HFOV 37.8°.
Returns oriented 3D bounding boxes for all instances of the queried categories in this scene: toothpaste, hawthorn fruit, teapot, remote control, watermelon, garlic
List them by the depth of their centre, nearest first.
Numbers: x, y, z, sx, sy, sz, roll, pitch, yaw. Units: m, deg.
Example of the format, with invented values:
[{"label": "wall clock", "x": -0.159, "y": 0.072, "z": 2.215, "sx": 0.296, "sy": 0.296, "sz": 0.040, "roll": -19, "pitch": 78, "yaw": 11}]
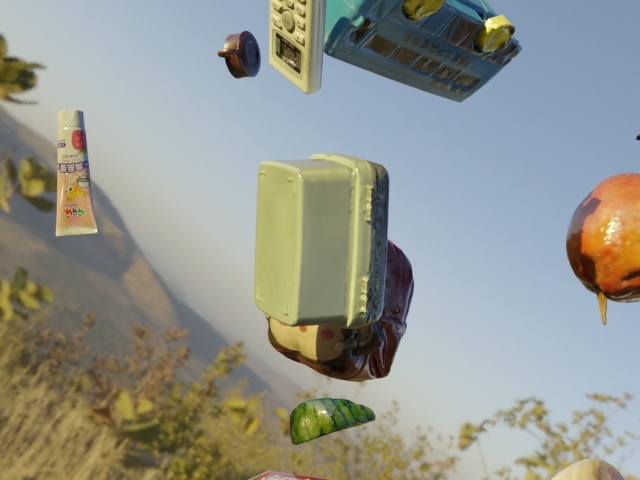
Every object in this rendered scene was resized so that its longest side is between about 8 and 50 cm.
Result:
[{"label": "garlic", "x": 0.316, "y": 0.308, "z": 1.050, "sx": 0.128, "sy": 0.090, "sz": 0.198, "roll": 49, "pitch": 18, "yaw": 16}, {"label": "remote control", "x": -0.028, "y": -0.269, "z": 1.093, "sx": 0.087, "sy": 0.029, "sz": 0.190, "roll": 44, "pitch": -34, "yaw": 33}, {"label": "teapot", "x": -0.120, "y": -0.270, "z": 1.367, "sx": 0.045, "sy": 0.068, "sz": 0.100, "roll": -5, "pitch": 2, "yaw": 27}, {"label": "toothpaste", "x": -0.388, "y": -0.106, "z": 1.466, "sx": 0.067, "sy": 0.194, "sz": 0.043, "roll": -4, "pitch": -2, "yaw": 5}, {"label": "hawthorn fruit", "x": 0.504, "y": 0.018, "z": 1.534, "sx": 0.210, "sy": 0.262, "sz": 0.210, "roll": 24, "pitch": -33, "yaw": 17}, {"label": "watermelon", "x": 0.001, "y": 0.339, "z": 1.798, "sx": 0.092, "sy": 0.181, "sz": 0.075, "roll": 0, "pitch": 71, "yaw": -61}]

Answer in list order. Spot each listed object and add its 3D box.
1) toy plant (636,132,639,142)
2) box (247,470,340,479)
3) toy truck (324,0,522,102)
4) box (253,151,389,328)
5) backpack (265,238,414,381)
[{"label": "toy plant", "x": 0.611, "y": -0.123, "z": 1.199, "sx": 0.247, "sy": 0.332, "sz": 0.247, "roll": 53, "pitch": 17, "yaw": -24}, {"label": "box", "x": -0.043, "y": 0.454, "z": 1.626, "sx": 0.224, "sy": 0.069, "sz": 0.120, "roll": -7, "pitch": 4, "yaw": 41}, {"label": "toy truck", "x": 0.126, "y": -0.310, "z": 1.289, "sx": 0.385, "sy": 0.162, "sz": 0.161, "roll": 6, "pitch": 46, "yaw": -53}, {"label": "box", "x": 0.000, "y": 0.000, "z": 1.127, "sx": 0.129, "sy": 0.210, "sz": 0.148, "roll": -2, "pitch": 11, "yaw": -29}, {"label": "backpack", "x": 0.035, "y": 0.082, "z": 1.308, "sx": 0.229, "sy": 0.229, "sz": 0.139, "roll": 34, "pitch": 8, "yaw": 40}]
